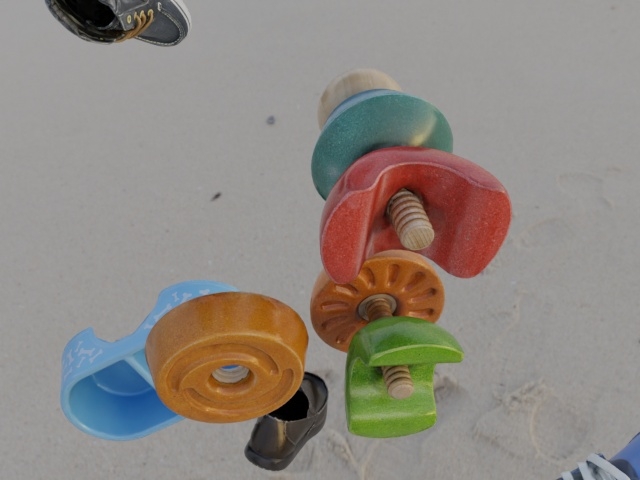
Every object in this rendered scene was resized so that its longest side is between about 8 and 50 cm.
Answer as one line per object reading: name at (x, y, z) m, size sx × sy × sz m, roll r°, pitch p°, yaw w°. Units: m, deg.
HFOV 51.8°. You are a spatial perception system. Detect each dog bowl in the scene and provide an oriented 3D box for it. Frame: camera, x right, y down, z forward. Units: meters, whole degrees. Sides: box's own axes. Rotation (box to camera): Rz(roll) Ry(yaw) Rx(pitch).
dog bowl at (-0.210, 0.166, 0.861) m, size 0.297 × 0.166 × 0.074 m, roll -27°, pitch 31°, yaw 13°

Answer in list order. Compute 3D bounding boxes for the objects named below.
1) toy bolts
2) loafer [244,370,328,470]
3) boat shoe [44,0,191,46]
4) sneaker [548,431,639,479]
toy bolts at (0.000, 0.000, 0.436) m, size 0.218 × 0.228 × 0.158 m, roll 3°, pitch 40°, yaw -15°
loafer at (-0.032, 0.229, 0.904) m, size 0.080 × 0.078 × 0.220 m, roll 19°, pitch 17°, yaw 9°
boat shoe at (-0.183, -0.206, 0.603) m, size 0.065 × 0.183 × 0.083 m, roll -30°, pitch 66°, yaw 23°
sneaker at (0.251, 0.302, 0.723) m, size 0.236 × 0.130 × 0.322 m, roll 29°, pitch 90°, yaw -3°
